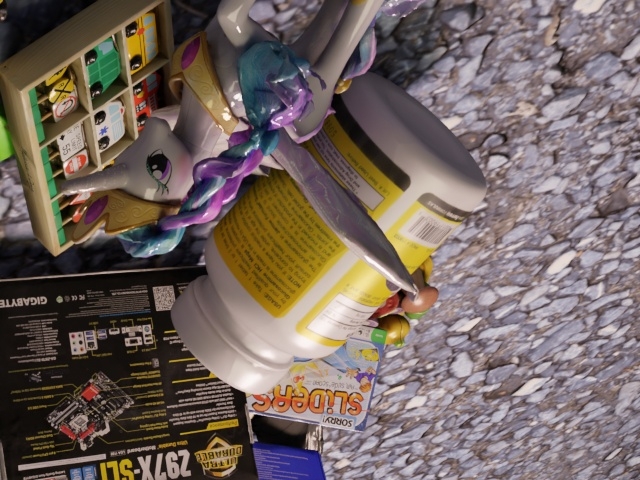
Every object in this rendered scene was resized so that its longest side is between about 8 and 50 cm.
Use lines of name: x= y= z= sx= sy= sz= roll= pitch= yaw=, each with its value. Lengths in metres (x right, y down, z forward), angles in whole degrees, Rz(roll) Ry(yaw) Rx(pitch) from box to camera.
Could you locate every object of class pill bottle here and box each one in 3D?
pill bottle: x=0.000 y=0.000 z=1.624 sx=0.334 sy=0.188 sz=0.188 roll=-46 pitch=146 yaw=17

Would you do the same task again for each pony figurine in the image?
pony figurine: x=-0.042 y=-0.125 z=1.355 sx=0.351 sy=0.303 sz=0.363 roll=24 pitch=95 yaw=-54

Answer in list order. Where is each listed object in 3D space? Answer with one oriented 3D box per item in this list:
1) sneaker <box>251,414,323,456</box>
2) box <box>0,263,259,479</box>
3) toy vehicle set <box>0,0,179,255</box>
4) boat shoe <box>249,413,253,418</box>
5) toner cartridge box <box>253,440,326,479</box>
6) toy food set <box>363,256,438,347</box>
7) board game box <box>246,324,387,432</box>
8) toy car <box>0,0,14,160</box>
sneaker: x=-0.054 y=0.240 z=2.130 sx=0.130 sy=0.109 sz=0.286 roll=-2 pitch=138 yaw=-19
box: x=-0.230 y=0.163 z=1.669 sx=0.322 sy=0.257 sz=0.079 roll=-4 pitch=173 yaw=-39
toy vehicle set: x=-0.206 y=-0.111 z=1.428 sx=0.166 sy=0.035 sz=0.267 roll=-38 pitch=157 yaw=-22
boat shoe: x=-0.184 y=0.227 z=1.990 sx=0.285 sy=0.102 sz=0.092 roll=-37 pitch=154 yaw=31
toner cartridge box: x=-0.110 y=0.340 z=1.965 sx=0.075 sy=0.165 sz=0.348 roll=-30 pitch=152 yaw=28
toy food set: x=0.097 y=0.079 z=1.991 sx=0.128 sy=0.071 sz=0.218 roll=-15 pitch=149 yaw=-19
board game box: x=-0.022 y=0.158 z=1.935 sx=0.201 sy=0.136 sz=0.035 roll=13 pitch=180 yaw=-28
toy car: x=-0.335 y=-0.133 z=1.335 sx=0.239 sy=0.053 sz=0.225 roll=-30 pitch=151 yaw=10
